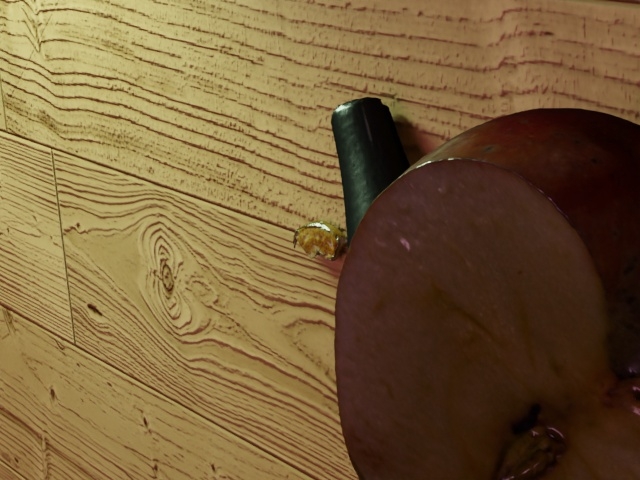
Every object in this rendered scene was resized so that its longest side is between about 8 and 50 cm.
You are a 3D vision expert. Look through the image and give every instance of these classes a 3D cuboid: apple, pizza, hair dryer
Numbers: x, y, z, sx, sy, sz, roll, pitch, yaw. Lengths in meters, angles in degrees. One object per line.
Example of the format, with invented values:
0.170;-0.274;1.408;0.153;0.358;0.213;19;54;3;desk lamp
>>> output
0.161;0.108;1.132;0.365;0.295;0.329;121;151;-53;apple
0.000;0.000;1.620;0.083;0.016;0.037;2;102;56;pizza
0.133;-0.024;1.343;0.359;0.120;0.304;-37;55;47;hair dryer
